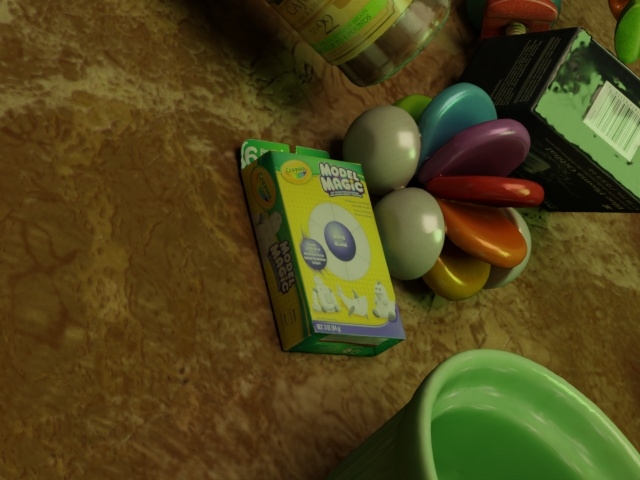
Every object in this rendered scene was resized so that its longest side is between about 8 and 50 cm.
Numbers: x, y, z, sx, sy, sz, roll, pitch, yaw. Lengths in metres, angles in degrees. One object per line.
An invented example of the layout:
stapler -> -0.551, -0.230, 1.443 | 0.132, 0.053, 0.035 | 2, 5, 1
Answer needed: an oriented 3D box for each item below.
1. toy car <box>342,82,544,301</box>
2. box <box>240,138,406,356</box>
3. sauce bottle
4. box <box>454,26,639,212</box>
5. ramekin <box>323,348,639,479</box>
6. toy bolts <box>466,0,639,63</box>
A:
toy car -> 0.117, -0.049, 1.643 | 0.159, 0.136, 0.182 | 6, 62, -44
box -> 0.000, 0.000, 1.566 | 0.105, 0.043, 0.179 | 6, 60, -44
sauce bottle -> -0.049, -0.268, 1.557 | 0.344, 0.111, 0.111 | 42, 42, -15
box -> 0.215, -0.102, 1.748 | 0.156, 0.158, 0.093 | 37, 75, -23
ramekin -> 0.131, 0.243, 1.424 | 0.303, 0.148, 0.303 | 34, 34, -27
toy bolts -> 0.246, -0.195, 1.884 | 0.229, 0.218, 0.158 | 9, 38, -5
